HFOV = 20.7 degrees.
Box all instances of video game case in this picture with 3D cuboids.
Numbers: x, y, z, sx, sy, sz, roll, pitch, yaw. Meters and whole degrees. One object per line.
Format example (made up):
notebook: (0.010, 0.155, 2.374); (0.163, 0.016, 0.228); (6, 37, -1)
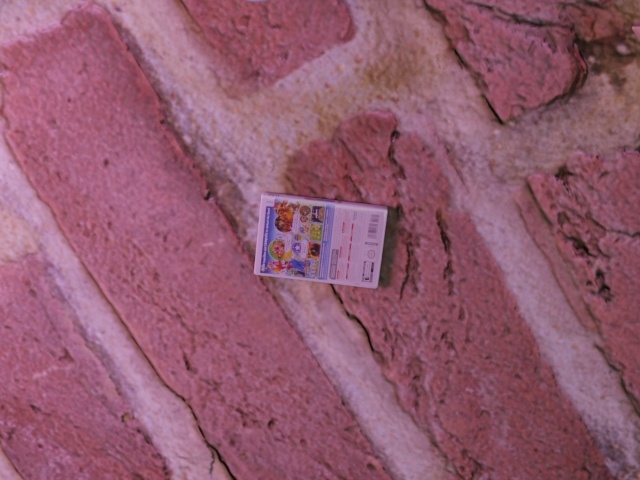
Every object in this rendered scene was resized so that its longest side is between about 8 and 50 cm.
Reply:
video game case: (0.000, 0.000, 1.689); (0.122, 0.011, 0.087); (7, 118, 0)

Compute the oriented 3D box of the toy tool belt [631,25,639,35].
toy tool belt: (0.323, -0.180, 1.562); (0.083, 0.052, 0.051); (31, 146, -8)
